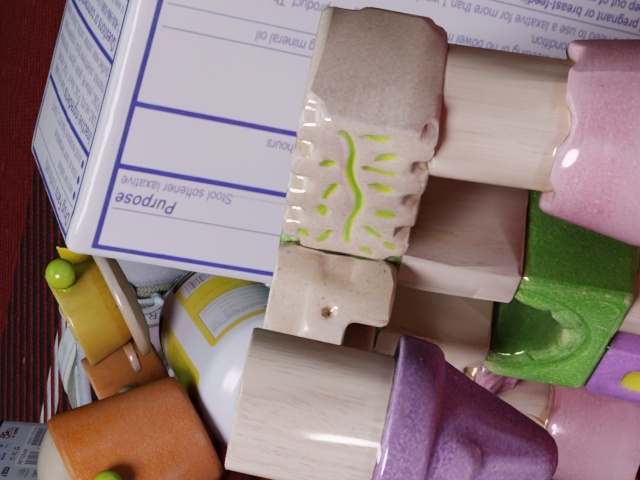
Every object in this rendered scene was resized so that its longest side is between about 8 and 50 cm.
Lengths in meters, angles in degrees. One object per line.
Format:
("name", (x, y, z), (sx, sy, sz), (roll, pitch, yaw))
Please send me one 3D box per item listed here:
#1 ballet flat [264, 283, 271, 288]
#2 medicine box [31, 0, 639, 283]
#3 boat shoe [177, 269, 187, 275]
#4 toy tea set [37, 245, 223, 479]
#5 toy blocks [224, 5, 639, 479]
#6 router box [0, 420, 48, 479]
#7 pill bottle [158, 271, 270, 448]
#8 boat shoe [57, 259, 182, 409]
("ballet flat", (0.000, 0.000, 1.059), (0.241, 0.091, 0.077), (18, 133, 60))
("medicine box", (0.021, -0.126, 0.856), (0.149, 0.263, 0.289), (-125, 49, -61))
("boat shoe", (-0.018, -0.092, 1.196), (0.112, 0.095, 0.335), (43, 135, 17))
("toy tea set", (-0.143, 0.159, 1.197), (0.200, 0.124, 0.336), (58, 170, 33))
("toy blocks", (0.110, 0.037, 0.615), (0.288, 0.260, 0.309), (102, 179, -62))
("router box", (-0.261, 0.328, 1.389), (0.309, 0.081, 0.243), (-75, -13, -64))
("pill bottle", (-0.039, 0.084, 1.135), (0.184, 0.103, 0.103), (-134, 57, -64))
("boat shoe", (-0.149, 0.066, 1.410), (0.320, 0.118, 0.103), (118, 144, -48))
